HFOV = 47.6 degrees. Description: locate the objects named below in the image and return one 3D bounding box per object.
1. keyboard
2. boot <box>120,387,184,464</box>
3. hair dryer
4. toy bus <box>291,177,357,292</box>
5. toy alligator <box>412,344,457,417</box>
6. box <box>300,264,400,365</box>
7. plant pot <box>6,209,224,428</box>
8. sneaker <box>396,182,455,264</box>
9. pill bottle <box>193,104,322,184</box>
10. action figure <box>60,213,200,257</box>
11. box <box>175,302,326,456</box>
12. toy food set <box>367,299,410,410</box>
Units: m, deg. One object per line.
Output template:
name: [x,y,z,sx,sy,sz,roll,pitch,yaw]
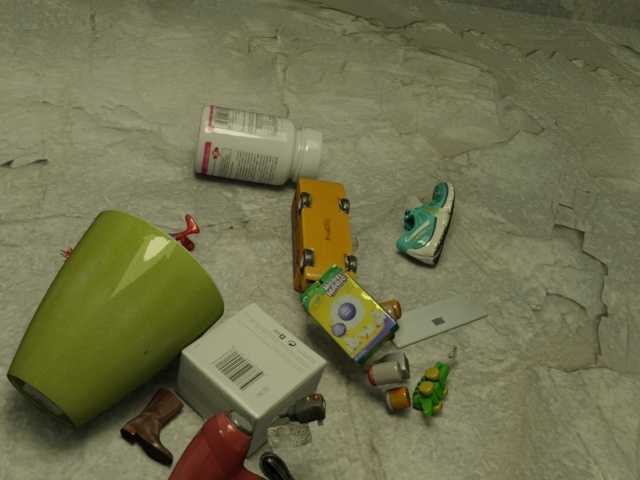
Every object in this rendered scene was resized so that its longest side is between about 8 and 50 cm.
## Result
keyboard: [0.243,0.165,1.536,0.256,0.014,0.072,-14,55,-31]
boot: [-0.254,0.302,1.197,0.106,0.037,0.114,32,38,13]
hair dryer: [-0.109,0.363,1.087,0.293,0.224,0.080,-10,2,-2]
toy bus: [0.000,0.000,1.540,0.108,0.130,0.333,8,42,-12]
toy alligator: [0.213,0.267,1.385,0.051,0.056,0.190,-10,28,33]
box: [0.047,0.130,1.334,0.105,0.043,0.179,-45,63,-3]
plant pot: [-0.353,0.149,1.188,0.274,0.275,0.293,28,59,12]
sneaker: [0.254,-0.056,1.717,0.110,0.107,0.275,15,40,12]
pill bottle: [-0.147,-0.217,1.705,0.283,0.160,0.160,8,42,-10]
action figure: [-0.394,0.004,1.433,0.139,0.091,0.280,45,46,19]
box: [-0.120,0.235,1.249,0.181,0.119,0.182,37,44,21]
toy food set: [0.101,0.209,1.376,0.104,0.111,0.232,-14,53,16]
